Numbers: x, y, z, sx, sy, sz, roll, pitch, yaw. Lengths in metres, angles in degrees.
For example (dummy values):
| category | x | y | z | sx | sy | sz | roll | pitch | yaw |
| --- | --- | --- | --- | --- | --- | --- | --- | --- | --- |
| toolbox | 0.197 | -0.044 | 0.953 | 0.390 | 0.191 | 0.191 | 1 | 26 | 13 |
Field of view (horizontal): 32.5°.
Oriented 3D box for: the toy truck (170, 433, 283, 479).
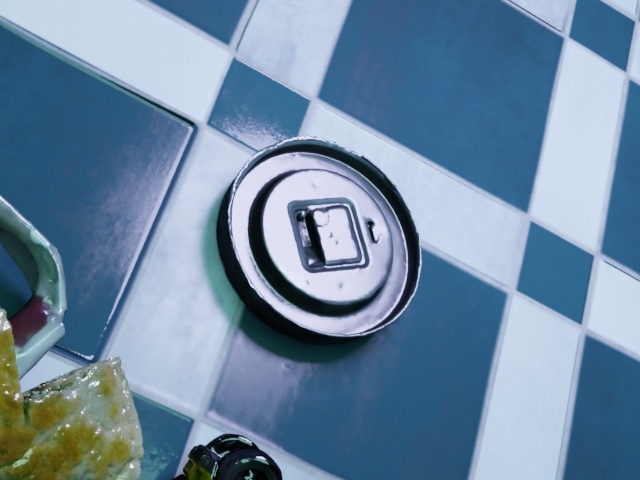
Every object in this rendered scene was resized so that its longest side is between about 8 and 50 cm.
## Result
| category | x | y | z | sx | sy | sz | roll | pitch | yaw |
| --- | --- | --- | --- | --- | --- | --- | --- | --- | --- |
| toy truck | -0.074 | 0.323 | 1.196 | 0.224 | 0.147 | 0.165 | 37 | 80 | -12 |

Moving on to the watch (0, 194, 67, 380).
| category | x | y | z | sx | sy | sz | roll | pitch | yaw |
| --- | --- | --- | --- | --- | --- | --- | --- | --- | --- |
| watch | -0.398 | 0.057 | 1.140 | 0.253 | 0.162 | 0.241 | -31 | 97 | -32 |

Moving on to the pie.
| category | x | y | z | sx | sy | sz | roll | pitch | yaw |
| --- | --- | --- | --- | --- | --- | --- | --- | --- | --- |
| pie | -0.316 | 0.223 | 1.069 | 0.337 | 0.075 | 0.337 | -7 | 100 | -45 |

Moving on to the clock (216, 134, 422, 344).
| category | x | y | z | sx | sy | sz | roll | pitch | yaw |
| --- | --- | --- | --- | --- | --- | --- | --- | --- | --- |
| clock | 0.000 | 0.000 | 1.418 | 0.281 | 0.055 | 0.280 | 12 | 63 | -23 |
